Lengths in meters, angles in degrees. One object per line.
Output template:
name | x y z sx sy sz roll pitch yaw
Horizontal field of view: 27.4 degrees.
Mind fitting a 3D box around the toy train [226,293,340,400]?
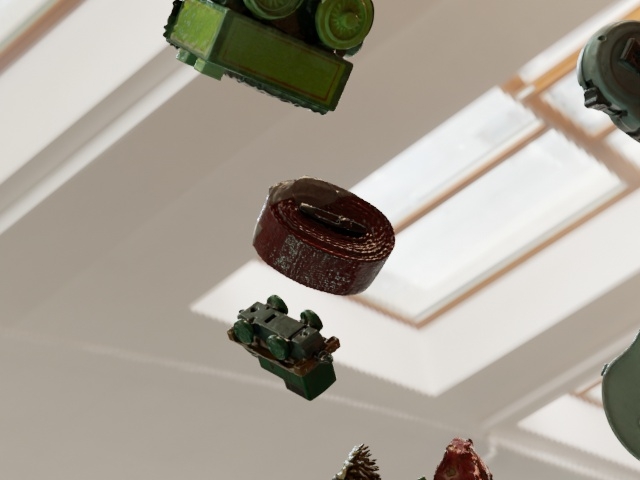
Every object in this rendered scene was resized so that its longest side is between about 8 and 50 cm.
toy train | -0.055 0.172 2.094 0.091 0.228 0.136 -37 -54 -29

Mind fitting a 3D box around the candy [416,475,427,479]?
candy | 0.289 0.664 2.565 0.119 0.119 0.439 -13 -101 -65

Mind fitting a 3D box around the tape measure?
tape measure | 0.493 -0.320 1.962 0.164 0.084 0.330 30 -106 -19

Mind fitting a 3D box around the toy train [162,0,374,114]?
toy train | -0.061 -0.286 1.752 0.272 0.188 0.159 19 -171 -37

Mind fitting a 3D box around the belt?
belt | 0.000 0.000 1.934 0.201 0.124 0.128 24 -129 -2

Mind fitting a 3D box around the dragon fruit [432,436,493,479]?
dragon fruit | 0.251 0.415 2.201 0.111 0.153 0.153 23 -164 18

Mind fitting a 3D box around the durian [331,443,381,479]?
durian | 0.046 0.437 2.200 0.139 0.252 0.144 -24 -105 -22

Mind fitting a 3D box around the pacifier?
pacifier | 0.555 0.184 1.868 0.288 0.343 0.269 23 -174 18
